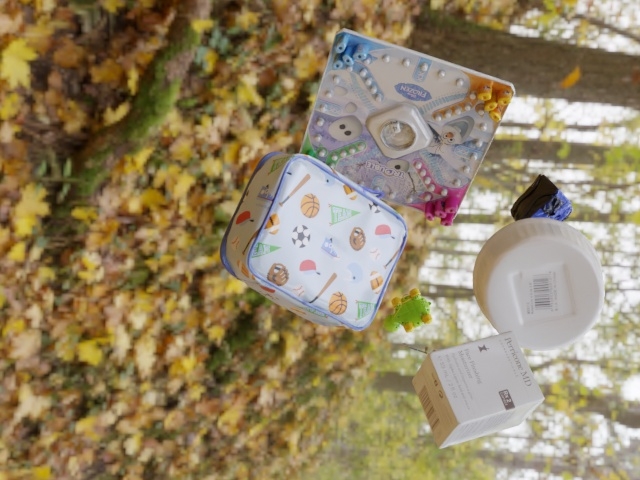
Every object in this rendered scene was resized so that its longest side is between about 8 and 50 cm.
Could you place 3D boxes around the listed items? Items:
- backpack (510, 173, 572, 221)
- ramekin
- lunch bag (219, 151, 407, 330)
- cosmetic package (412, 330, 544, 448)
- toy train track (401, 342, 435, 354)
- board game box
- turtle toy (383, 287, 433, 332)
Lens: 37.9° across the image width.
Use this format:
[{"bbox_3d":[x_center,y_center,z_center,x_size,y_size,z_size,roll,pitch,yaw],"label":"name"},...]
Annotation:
[{"bbox_3d":[0.501,-0.069,2.112,0.101,0.120,0.098,42,11,-23],"label":"backpack"},{"bbox_3d":[0.462,0.098,1.959,0.135,0.277,0.277,-61,153,-76],"label":"ramekin"},{"bbox_3d":[0.000,0.000,1.525,0.115,0.303,0.243,5,-111,52],"label":"lunch bag"},{"bbox_3d":[0.299,0.288,1.794,0.151,0.184,0.151,105,-33,-59],"label":"cosmetic package"},{"bbox_3d":[0.204,0.219,1.878,0.048,0.083,0.014,55,52,-82],"label":"toy train track"},{"bbox_3d":[0.169,-0.228,2.020,0.050,0.390,0.390,-75,-177,-48],"label":"board game box"},{"bbox_3d":[0.212,0.181,2.267,0.095,0.130,0.066,66,5,19],"label":"turtle toy"}]
